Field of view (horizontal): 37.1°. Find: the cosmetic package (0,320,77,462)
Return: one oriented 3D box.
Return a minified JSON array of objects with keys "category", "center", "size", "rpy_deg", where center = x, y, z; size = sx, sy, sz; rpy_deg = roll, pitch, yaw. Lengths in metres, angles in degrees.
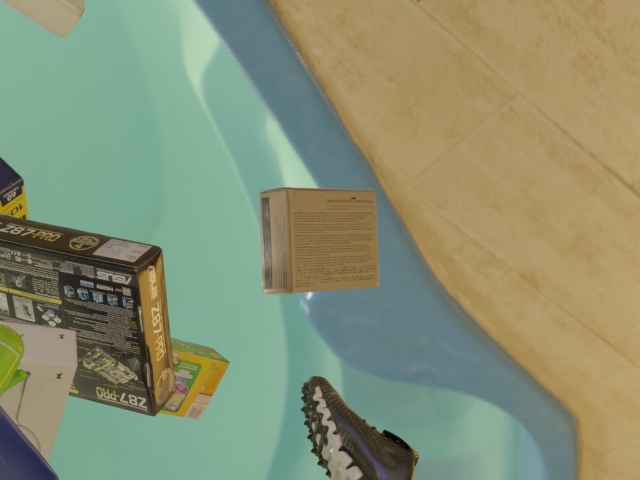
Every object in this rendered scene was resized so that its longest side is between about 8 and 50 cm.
[{"category":"cosmetic package","center":[-0.592,0.247,1.463],"size":[0.377,0.097,0.284],"rpy_deg":[10,119,-22]}]

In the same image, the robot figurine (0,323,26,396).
[{"category":"robot figurine","center":[-0.408,0.152,1.168],"size":[0.067,0.115,0.101],"rpy_deg":[-9,138,41]}]

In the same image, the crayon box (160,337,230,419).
[{"category":"crayon box","center":[-0.361,0.318,2.247],"size":[0.278,0.081,0.165],"rpy_deg":[24,96,-50]}]

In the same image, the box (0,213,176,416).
[{"category":"box","center":[-0.462,0.130,1.713],"size":[0.395,0.097,0.318],"rpy_deg":[10,119,19]}]

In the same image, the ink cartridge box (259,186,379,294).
[{"category":"ink cartridge box","center":[0.000,0.000,1.796],"size":[0.235,0.193,0.088],"rpy_deg":[-1,178,-43]}]

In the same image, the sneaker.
[{"category":"sneaker","center":[0.058,0.255,1.133],"size":[0.106,0.234,0.078],"rpy_deg":[-15,144,-23]}]

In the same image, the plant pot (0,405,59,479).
[{"category":"plant pot","center":[-0.363,0.179,0.636],"size":[0.236,0.212,0.236],"rpy_deg":[-31,101,34]}]

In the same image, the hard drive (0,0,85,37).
[{"category":"hard drive","center":[-0.335,-0.276,0.703],"size":[0.040,0.203,0.307],"rpy_deg":[-51,143,8]}]

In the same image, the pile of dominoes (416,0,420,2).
[{"category":"pile of dominoes","center":[0.144,-0.503,1.551],"size":[0.040,0.251,0.196],"rpy_deg":[-19,88,7]}]

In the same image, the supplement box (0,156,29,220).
[{"category":"supplement box","center":[-0.807,-0.060,2.192],"size":[0.195,0.194,0.356],"rpy_deg":[42,152,10]}]
